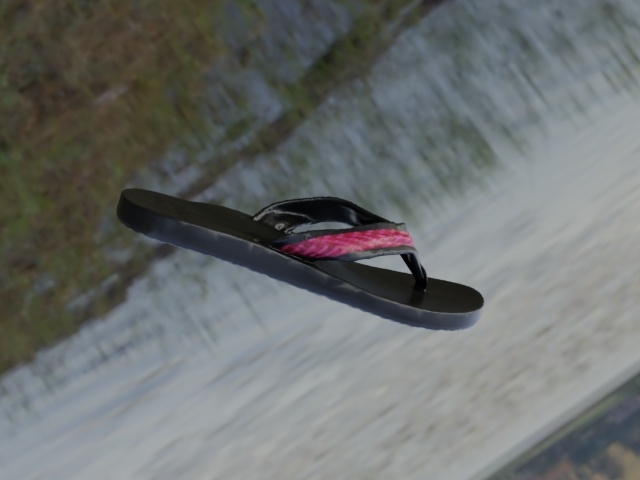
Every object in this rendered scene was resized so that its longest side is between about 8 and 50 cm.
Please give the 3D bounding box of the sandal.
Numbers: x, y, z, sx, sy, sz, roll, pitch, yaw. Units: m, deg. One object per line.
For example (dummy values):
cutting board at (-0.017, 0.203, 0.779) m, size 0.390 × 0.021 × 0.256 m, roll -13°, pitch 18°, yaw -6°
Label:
sandal at (0.000, 0.000, 0.690) m, size 0.040 × 0.179 × 0.067 m, roll -69°, pitch -157°, yaw 7°
